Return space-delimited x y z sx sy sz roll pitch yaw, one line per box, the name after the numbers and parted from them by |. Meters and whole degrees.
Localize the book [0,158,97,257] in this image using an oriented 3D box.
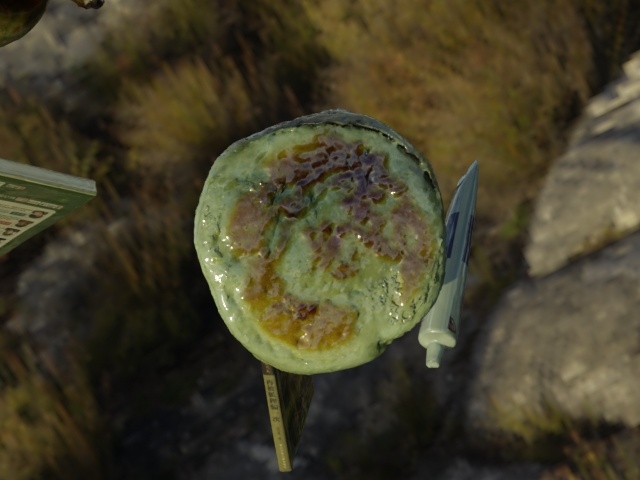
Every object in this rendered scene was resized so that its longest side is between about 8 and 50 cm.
-0.431 -0.031 2.126 0.202 0.027 0.264 12 -30 -43 | book

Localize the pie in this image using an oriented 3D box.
0.000 0.000 1.539 0.240 0.240 0.054 -31 8 -3 | pie

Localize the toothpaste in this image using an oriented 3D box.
0.128 0.023 1.703 0.060 0.038 0.233 116 169 -57 | toothpaste

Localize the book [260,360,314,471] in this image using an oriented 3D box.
-0.042 0.125 1.976 0.024 0.228 0.160 -1 29 11 | book

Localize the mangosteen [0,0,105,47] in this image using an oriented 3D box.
-0.333 -0.295 1.465 0.330 0.330 0.330 -26 20 10 | mangosteen
